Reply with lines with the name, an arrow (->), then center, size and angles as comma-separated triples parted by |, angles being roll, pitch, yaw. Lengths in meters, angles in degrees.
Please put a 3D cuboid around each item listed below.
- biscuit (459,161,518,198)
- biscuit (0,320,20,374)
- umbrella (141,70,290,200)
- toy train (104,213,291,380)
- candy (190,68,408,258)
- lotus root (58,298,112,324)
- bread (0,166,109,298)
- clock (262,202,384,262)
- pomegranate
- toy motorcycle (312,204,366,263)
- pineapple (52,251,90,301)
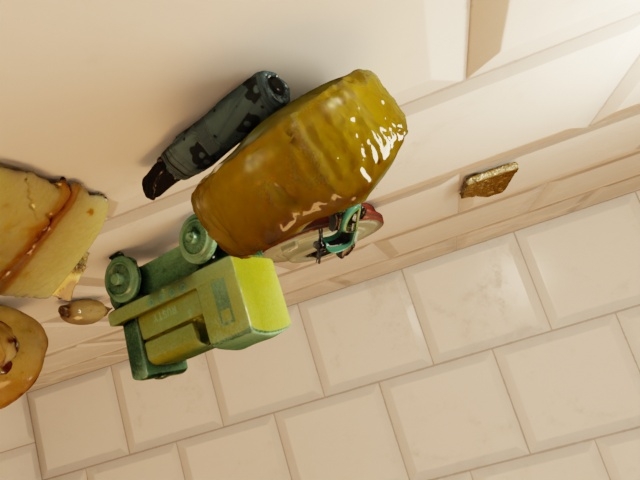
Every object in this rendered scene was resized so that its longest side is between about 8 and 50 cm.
biscuit -> 0.418, -0.141, 1.366 | 0.131, 0.026, 0.237 | -17, 169, 7
biscuit -> -0.500, 0.064, 0.579 | 0.334, 0.081, 0.289 | 17, 166, 6
umbrella -> -0.132, -0.117, 0.631 | 0.250, 0.052, 0.053 | -27, -170, 37
toy train -> -0.243, 0.106, 1.013 | 0.397, 0.253, 0.160 | -24, 165, 27
candy -> -0.023, -0.083, 0.599 | 0.260, 0.118, 0.260 | -33, -170, 6
lotus root -> -0.576, 0.176, 1.318 | 0.073, 0.062, 0.150 | -21, 166, 20
bread -> -0.401, -0.034, 0.690 | 0.178, 0.135, 0.240 | -51, 166, -2
clock -> 0.000, 0.000, 1.291 | 0.319, 0.080, 0.318 | -16, 167, -4
pomegranate -> -0.690, 0.245, 1.107 | 0.233, 0.233, 0.233 | -16, 168, -4
toy motorcycle -> 0.037, -0.027, 1.104 | 0.100, 0.058, 0.173 | -14, 133, -27
pineapple -> -0.452, 0.061, 0.962 | 0.114, 0.077, 0.114 | -36, 167, 18
